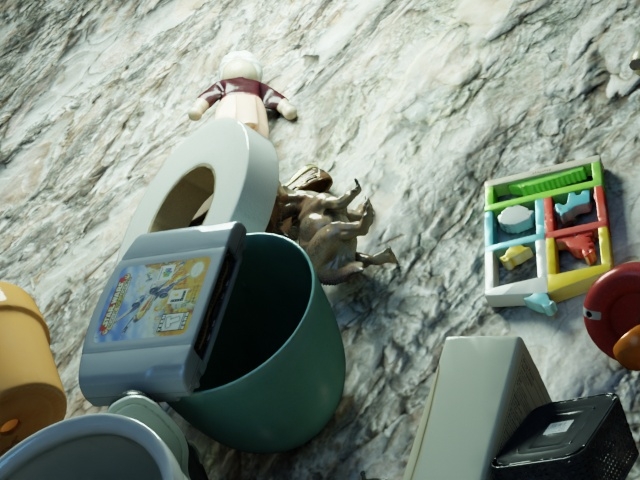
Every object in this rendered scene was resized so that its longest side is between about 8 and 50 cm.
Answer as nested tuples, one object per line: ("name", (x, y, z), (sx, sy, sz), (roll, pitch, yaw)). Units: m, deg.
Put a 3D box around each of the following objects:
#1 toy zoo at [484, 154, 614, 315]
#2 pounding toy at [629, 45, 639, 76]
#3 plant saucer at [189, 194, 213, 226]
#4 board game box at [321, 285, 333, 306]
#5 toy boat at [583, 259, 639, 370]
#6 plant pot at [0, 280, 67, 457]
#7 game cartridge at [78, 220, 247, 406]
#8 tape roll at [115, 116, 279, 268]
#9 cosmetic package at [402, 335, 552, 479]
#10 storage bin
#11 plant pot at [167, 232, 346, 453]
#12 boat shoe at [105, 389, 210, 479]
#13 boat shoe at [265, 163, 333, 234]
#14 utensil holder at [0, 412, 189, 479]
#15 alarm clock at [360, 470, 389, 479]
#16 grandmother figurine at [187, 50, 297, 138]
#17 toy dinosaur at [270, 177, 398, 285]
("toy zoo", (0.345, -0.001, 1.858), (0.192, 0.030, 0.293), (-13, 43, 20))
("pounding toy", (0.561, -0.195, 1.854), (0.236, 0.110, 0.183), (29, 27, 9))
("plant saucer", (-0.249, -0.080, 2.305), (0.168, 0.029, 0.168), (-17, 43, 17))
("board game box", (-0.063, 0.067, 1.981), (0.154, 0.103, 0.026), (11, 55, 39))
("toy boat", (0.431, 0.121, 1.563), (0.151, 0.151, 0.231), (-19, 28, -37))
("plant pot", (-0.548, 0.239, 1.991), (0.291, 0.291, 0.203), (-39, 57, -9))
("game cartridge", (-0.228, 0.099, 1.727), (0.198, 0.062, 0.297), (-5, 46, 22))
("tape roll", (-0.216, -0.024, 2.073), (0.392, 0.072, 0.392), (-37, 37, 35))
("cosmetic package", (0.196, 0.290, 1.552), (0.113, 0.160, 0.309), (-3, 46, 30))
("storage bin", (0.301, 0.265, 1.488), (0.122, 0.084, 0.180), (-16, 10, 33))
("plant pot", (-0.095, 0.175, 1.789), (0.293, 0.235, 0.293), (-18, 41, 16))
("boat shoe", (-0.221, 0.311, 1.674), (0.114, 0.303, 0.091), (-18, 33, -4))
("boat shoe", (-0.049, -0.065, 2.139), (0.178, 0.064, 0.060), (-45, 40, -20))
("utensil holder", (-0.231, 0.451, 1.471), (0.327, 0.385, 0.328), (-16, 42, 16))
("alarm clock", (0.060, 0.398, 1.597), (0.129, 0.064, 0.192), (8, 51, 36))
("grandmother figurine", (-0.149, -0.262, 2.358), (0.207, 0.104, 0.342), (9, 36, -13))
("toy dinosaur", (0.000, 0.000, 2.001), (0.200, 0.127, 0.296), (-27, 44, 4))
